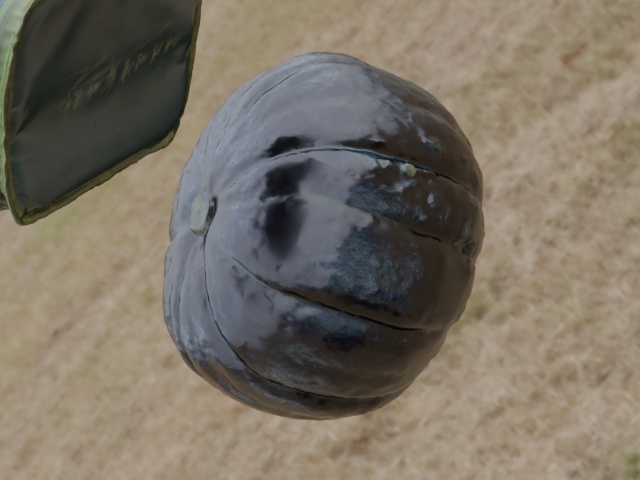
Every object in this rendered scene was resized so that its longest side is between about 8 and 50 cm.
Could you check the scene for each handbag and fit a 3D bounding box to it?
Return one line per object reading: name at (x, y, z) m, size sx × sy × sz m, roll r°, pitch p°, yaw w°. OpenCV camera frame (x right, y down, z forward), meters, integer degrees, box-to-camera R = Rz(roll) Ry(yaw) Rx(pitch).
handbag at (-0.247, -0.167, 0.972) m, size 0.263 × 0.241 × 0.222 m, roll -41°, pitch -31°, yaw -54°

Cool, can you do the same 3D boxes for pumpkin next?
pumpkin at (0.000, 0.000, 1.278) m, size 0.363 × 0.266 × 0.363 m, roll -43°, pitch 38°, yaw 45°
